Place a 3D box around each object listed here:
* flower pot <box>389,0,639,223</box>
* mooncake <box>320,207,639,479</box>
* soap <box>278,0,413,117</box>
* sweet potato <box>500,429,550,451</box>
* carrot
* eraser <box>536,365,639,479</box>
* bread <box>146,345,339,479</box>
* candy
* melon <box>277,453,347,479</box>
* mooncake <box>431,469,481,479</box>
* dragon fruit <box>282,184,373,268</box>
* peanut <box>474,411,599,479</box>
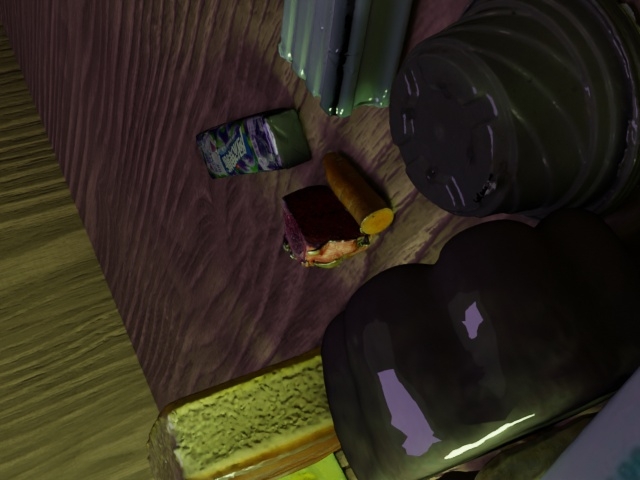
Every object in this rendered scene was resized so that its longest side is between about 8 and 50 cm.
[{"bbox_3d":[0.150,-0.104,0.656,0.235,0.141,0.235,42,144,42],"label":"flower pot"},{"bbox_3d":[0.140,0.096,0.657,0.154,0.306,0.306,69,155,18],"label":"mooncake"},{"bbox_3d":[0.031,-0.274,0.835,0.150,0.094,0.261,58,153,36],"label":"soap"},{"bbox_3d":[0.248,0.237,0.799,0.182,0.053,0.054,34,98,47],"label":"sweet potato"},{"bbox_3d":[0.038,-0.066,1.003,0.139,0.048,0.048,53,149,36],"label":"carrot"},{"bbox_3d":[0.272,0.127,0.454,0.189,0.104,0.290,46,111,35],"label":"eraser"},{"bbox_3d":[-0.079,0.276,1.152,0.143,0.333,0.323,65,157,16],"label":"bread"},{"bbox_3d":[-0.117,-0.149,1.231,0.312,0.061,0.088,3,113,62],"label":"candy"},{"bbox_3d":[-0.095,0.441,1.315,0.196,0.323,0.124,53,134,29],"label":"melon"},{"bbox_3d":[0.172,0.374,0.853,0.228,0.228,0.124,31,142,53],"label":"mooncake"},{"bbox_3d":[0.000,0.000,1.068,0.147,0.102,0.096,-124,35,-48],"label":"dragon fruit"},{"bbox_3d":[0.218,0.199,0.656,0.083,0.194,0.093,53,-160,-35],"label":"peanut"}]
